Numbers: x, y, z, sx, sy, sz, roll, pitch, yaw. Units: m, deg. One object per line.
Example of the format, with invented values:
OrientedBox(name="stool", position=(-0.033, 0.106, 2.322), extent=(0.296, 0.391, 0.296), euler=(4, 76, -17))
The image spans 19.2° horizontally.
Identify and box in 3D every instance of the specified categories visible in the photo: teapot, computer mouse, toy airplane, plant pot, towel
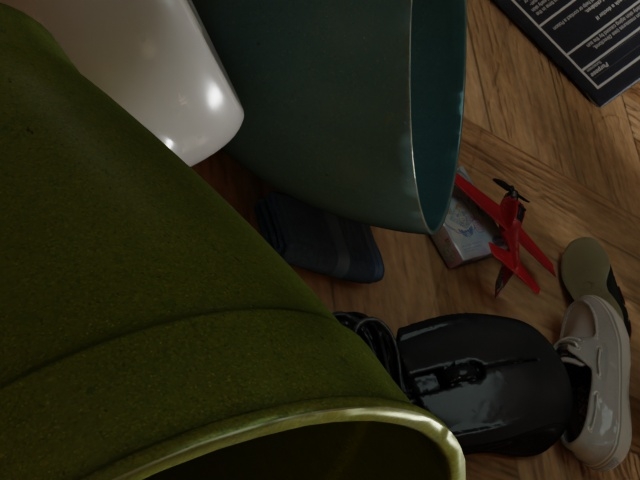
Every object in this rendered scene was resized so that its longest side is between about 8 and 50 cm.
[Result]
OrientedBox(name="teapot", position=(-0.182, -0.142, 1.313), extent=(0.252, 0.187, 0.256), euler=(64, 2, -18))
OrientedBox(name="computer mouse", position=(0.134, 0.122, 1.550), extent=(0.272, 0.072, 0.188), euler=(-3, 61, -53))
OrientedBox(name="toy airplane", position=(0.171, -0.005, 1.721), extent=(0.151, 0.028, 0.151), euler=(35, 37, -32))
OrientedBox(name="plant pot", position=(0.000, -0.153, 1.491), extent=(0.290, 0.195, 0.290), euler=(2, 90, -78))
OrientedBox(name="towel", position=(0.000, 0.000, 1.537), extent=(0.119, 0.029, 0.067), euler=(15, 48, -45))
OrientedBox(name="plant pot", position=(-0.172, 0.071, 1.000), extent=(0.366, 0.366, 0.353), euler=(5, 43, -50))

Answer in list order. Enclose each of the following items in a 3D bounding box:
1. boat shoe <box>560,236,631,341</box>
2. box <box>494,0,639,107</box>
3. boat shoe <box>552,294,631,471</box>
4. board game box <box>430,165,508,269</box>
OrientedBox(name="boat shoe", position=(0.263, 0.052, 1.812), extent=(0.042, 0.049, 0.133), euler=(62, 11, -45))
OrientedBox(name="box", position=(0.320, -0.357, 2.040), extent=(0.294, 0.296, 0.182), euler=(44, 33, -16))
OrientedBox(name="boat shoe", position=(0.234, 0.119, 1.697), extent=(0.063, 0.066, 0.184), euler=(31, 48, -32))
OrientedBox(name="board game box", position=(0.124, -0.022, 1.723), extent=(0.090, 0.020, 0.090), euler=(-13, 70, -56))
